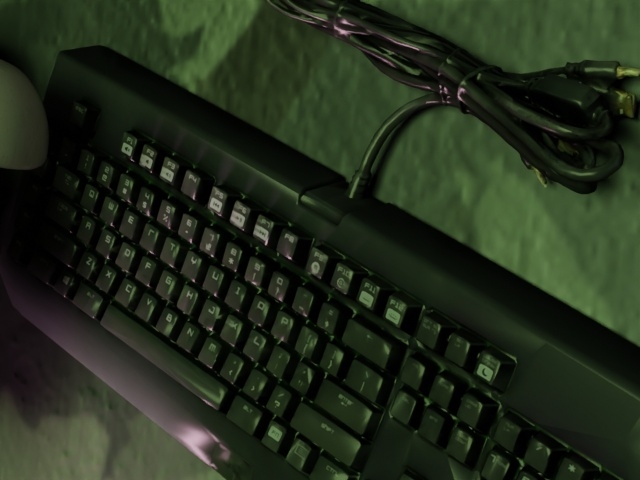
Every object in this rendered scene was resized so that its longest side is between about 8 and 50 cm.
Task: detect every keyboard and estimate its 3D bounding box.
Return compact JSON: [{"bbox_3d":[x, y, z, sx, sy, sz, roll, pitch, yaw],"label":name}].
[{"bbox_3d":[0.000,0.000,0.555,0.317,0.033,0.201,31,104,35],"label":"keyboard"}]

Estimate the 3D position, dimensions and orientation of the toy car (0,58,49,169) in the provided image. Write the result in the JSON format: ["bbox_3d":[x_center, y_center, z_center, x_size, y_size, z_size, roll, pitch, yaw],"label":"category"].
[{"bbox_3d":[-0.203,-0.017,0.631,0.182,0.136,0.159,36,109,59],"label":"toy car"}]
